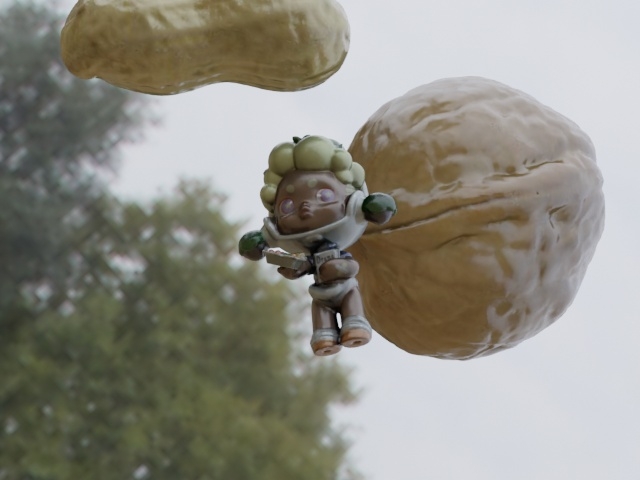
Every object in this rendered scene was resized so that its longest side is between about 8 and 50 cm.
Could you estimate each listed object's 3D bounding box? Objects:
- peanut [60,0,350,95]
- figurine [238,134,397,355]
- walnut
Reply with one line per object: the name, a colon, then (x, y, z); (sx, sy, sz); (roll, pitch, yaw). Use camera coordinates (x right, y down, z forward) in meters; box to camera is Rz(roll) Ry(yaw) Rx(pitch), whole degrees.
peanut: (-0.101, -0.190, 1.608); (0.257, 0.123, 0.123); (0, -31, -3)
figurine: (-0.001, -0.001, 1.576); (0.093, 0.147, 0.197); (53, 25, -55)
walnut: (0.147, -0.024, 1.855); (0.252, 0.313, 0.277); (29, -63, 37)
